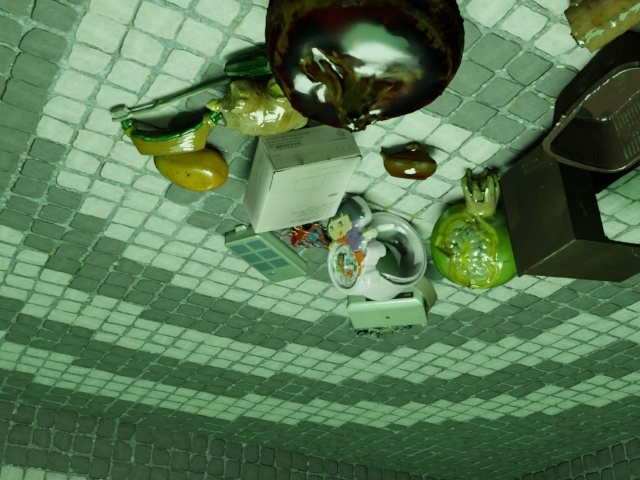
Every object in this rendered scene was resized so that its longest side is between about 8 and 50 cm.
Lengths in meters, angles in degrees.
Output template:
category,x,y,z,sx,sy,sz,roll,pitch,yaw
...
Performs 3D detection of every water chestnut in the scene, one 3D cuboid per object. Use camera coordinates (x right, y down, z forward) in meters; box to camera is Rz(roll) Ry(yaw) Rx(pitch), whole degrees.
category,x,y,z,sx,sy,sz,roll,pitch,yaw
water chestnut,0.073,-0.308,1.329,0.350,0.302,0.350,3,145,2

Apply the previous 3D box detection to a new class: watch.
category,x,y,z,sx,sy,sz,roll,pitch,yaw
watch,0.146,0.013,1.969,0.231,0.244,0.196,-6,159,-34

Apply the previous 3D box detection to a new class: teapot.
category,x,y,z,sx,sy,sz,roll,pitch,yaw
teapot,0.193,-0.177,1.764,0.129,0.078,0.098,8,-170,13

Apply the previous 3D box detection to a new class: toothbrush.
category,x,y,z,sx,sy,sz,roll,pitch,yaw
toothbrush,-0.306,-0.287,1.634,0.294,0.026,0.028,-11,131,19

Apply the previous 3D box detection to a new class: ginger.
category,x,y,z,sx,sy,sz,roll,pitch,yaw
ginger,-0.119,-0.263,1.585,0.216,0.102,0.157,-3,165,-13

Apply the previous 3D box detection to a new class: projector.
category,x,y,z,sx,sy,sz,roll,pitch,yaw
projector,0.191,0.129,2.156,0.242,0.177,0.163,-5,150,12

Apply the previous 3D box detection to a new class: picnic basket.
category,x,y,z,sx,sy,sz,roll,pitch,yaw
picnic basket,0.570,-0.270,1.543,0.222,0.129,0.297,12,147,-16

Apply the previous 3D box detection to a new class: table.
category,x,y,z,sx,sy,sz,roll,pitch,yaw
table,0.574,-0.058,1.734,0.282,0.251,0.196,6,152,-24

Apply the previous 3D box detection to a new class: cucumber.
category,x,y,z,sx,sy,sz,roll,pitch,yaw
cucumber,-0.135,-0.336,1.532,0.105,0.048,0.048,-7,148,19

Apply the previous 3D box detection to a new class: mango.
category,x,y,z,sx,sy,sz,roll,pitch,yaw
mango,-0.287,-0.159,1.782,0.165,0.089,0.115,1,147,6

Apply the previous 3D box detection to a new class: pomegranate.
category,x,y,z,sx,sy,sz,roll,pitch,yaw
pomegranate,0.375,-0.028,1.897,0.236,0.236,0.302,-1,115,3

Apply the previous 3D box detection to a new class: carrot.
category,x,y,z,sx,sy,sz,roll,pitch,yaw
carrot,0.545,-0.414,1.347,0.263,0.102,0.102,-26,139,32

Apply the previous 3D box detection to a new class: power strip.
category,x,y,z,sx,sy,sz,roll,pitch,yaw
power strip,-0.142,0.039,2.142,0.118,0.046,0.270,-17,145,26

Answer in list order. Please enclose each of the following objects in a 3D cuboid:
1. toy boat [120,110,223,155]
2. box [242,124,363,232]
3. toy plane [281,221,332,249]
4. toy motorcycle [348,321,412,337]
category,x,y,z,sx,sy,sz,roll,pitch,yaw
toy boat,-0.310,-0.231,1.690,0.229,0.089,0.088,-5,109,10
box,-0.045,-0.133,1.745,0.203,0.106,0.252,-14,153,-22
toy plane,0.000,-0.003,2.058,0.189,0.061,0.130,14,146,-27
toy motorcycle,0.183,0.255,2.472,0.193,0.061,0.124,-11,144,19
